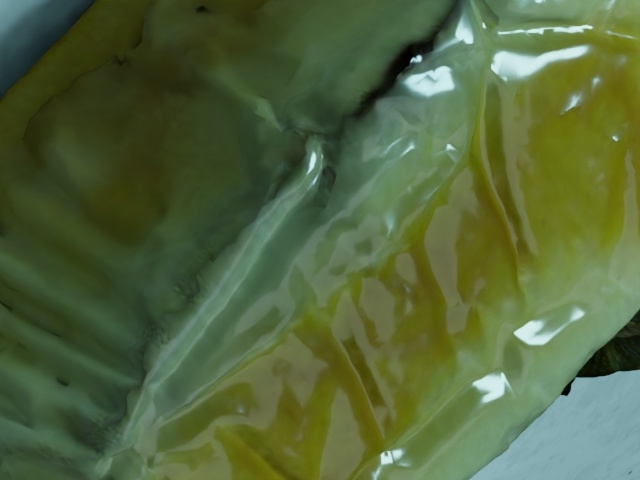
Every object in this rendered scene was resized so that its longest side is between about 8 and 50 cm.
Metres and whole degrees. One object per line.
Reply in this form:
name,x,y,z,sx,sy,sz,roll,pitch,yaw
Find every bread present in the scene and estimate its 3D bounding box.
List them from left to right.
bread,-0.004,-0.014,0.774,0.388,0.183,0.236,-39,124,-15

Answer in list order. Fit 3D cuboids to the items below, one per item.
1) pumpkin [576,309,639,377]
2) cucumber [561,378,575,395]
pumpkin,0.142,-0.018,1.018,0.219,0.162,0.219,4,159,2
cucumber,-0.017,0.037,0.895,0.293,0.068,0.067,3,136,-9
